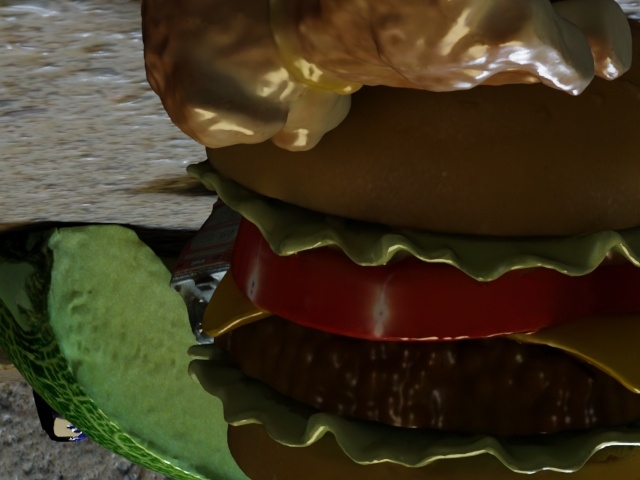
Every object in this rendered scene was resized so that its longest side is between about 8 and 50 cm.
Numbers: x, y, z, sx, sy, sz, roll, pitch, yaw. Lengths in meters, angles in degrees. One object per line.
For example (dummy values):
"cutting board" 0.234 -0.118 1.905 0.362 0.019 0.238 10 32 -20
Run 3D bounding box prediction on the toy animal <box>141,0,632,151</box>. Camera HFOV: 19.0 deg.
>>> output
"toy animal" -0.003 -0.091 0.686 0.185 0.104 0.184 -3 176 27

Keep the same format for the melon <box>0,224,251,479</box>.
"melon" -0.165 0.078 1.697 0.344 0.331 0.226 11 127 -43

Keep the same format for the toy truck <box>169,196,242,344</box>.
"toy truck" 0.013 0.072 1.486 0.114 0.135 0.270 -13 129 47

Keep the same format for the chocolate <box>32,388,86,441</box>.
"chocolate" -0.142 0.095 1.974 0.343 0.126 0.148 -19 -156 -25

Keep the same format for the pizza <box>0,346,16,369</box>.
"pizza" -0.142 0.111 2.327 0.435 0.080 0.392 -8 172 32

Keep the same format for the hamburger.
"hamburger" 0.071 -0.007 0.879 0.275 0.212 0.274 0 -163 0
